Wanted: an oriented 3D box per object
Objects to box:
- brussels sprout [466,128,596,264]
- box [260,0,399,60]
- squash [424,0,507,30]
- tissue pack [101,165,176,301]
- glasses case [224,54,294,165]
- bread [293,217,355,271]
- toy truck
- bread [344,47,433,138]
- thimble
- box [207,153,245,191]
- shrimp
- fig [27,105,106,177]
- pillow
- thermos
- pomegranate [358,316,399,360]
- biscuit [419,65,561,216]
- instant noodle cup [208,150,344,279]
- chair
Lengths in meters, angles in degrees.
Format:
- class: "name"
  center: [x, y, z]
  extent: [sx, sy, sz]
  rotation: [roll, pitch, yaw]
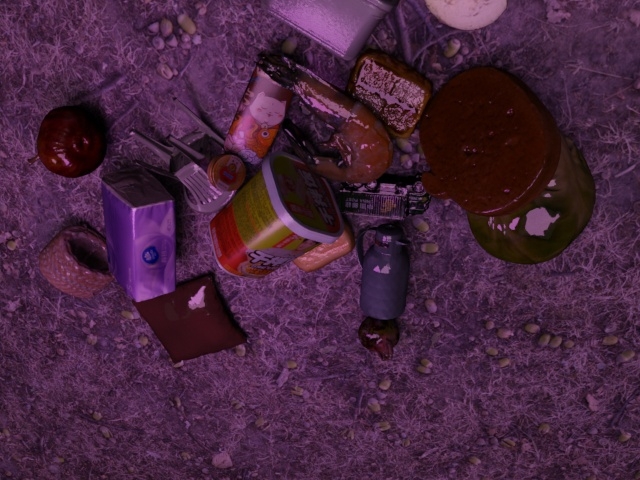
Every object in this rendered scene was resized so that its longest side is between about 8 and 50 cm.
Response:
- class: "brussels sprout"
  center: [0.538, -0.120, 1.485]
  extent: [0.289, 0.281, 0.355]
  rotation: [4, 105, 43]
- class: "box"
  center: [0.012, -0.579, 1.382]
  extent: [0.311, 0.175, 0.182]
  rotation: [30, 129, -7]
- class: "squash"
  center: [0.348, -0.610, 1.371]
  extent: [0.219, 0.041, 0.220]
  rotation: [6, 117, 11]
- class: "tissue pack"
  center: [-0.549, -0.024, 1.759]
  extent: [0.242, 0.160, 0.339]
  rotation: [37, 132, 39]
- class: "glasses case"
  center: [-0.162, -0.348, 1.588]
  extent: [0.122, 0.082, 0.321]
  rotation: [21, 120, -14]
- class: "bread"
  center: [0.000, 0.000, 1.758]
  extent: [0.217, 0.098, 0.147]
  rotation: [-25, 116, 23]
- class: "toy truck"
  center: [0.184, -0.132, 1.653]
  extent: [0.258, 0.088, 0.121]
  rotation: [6, 119, 9]
- class: "bread"
  center: [0.170, -0.376, 1.508]
  extent: [0.222, 0.096, 0.182]
  rotation: [28, 119, -5]
- class: "thimble"
  center: [-0.776, 0.070, 1.892]
  extent: [0.148, 0.196, 0.229]
  rotation: [-36, 107, 25]
- class: "box"
  center: [-0.259, -0.187, 1.608]
  extent: [0.037, 0.105, 0.106]
  rotation: [20, 134, 49]
- class: "shrimp"
  center: [-0.008, -0.309, 1.515]
  extent: [0.445, 0.085, 0.272]
  rotation: [41, 137, -15]
- class: "fig"
  center: [-0.740, -0.290, 1.709]
  extent: [0.249, 0.186, 0.204]
  rotation: [16, 109, 51]
- class: "pillow"
  center: [-0.446, 0.282, 2.008]
  extent: [0.305, 0.108, 0.308]
  rotation: [-16, 118, 14]
- class: "thermos"
  center: [0.185, 0.081, 1.757]
  extent: [0.182, 0.144, 0.287]
  rotation: [24, 126, 36]
- class: "pomegranate"
  center: [0.188, 0.319, 1.880]
  extent: [0.138, 0.163, 0.125]
  rotation: [26, 141, -30]
- class: "biscuit"
  center: [0.388, -0.228, 1.418]
  extent: [0.070, 0.395, 0.350]
  rotation: [10, 139, -41]
- class: "instant noodle cup"
  center: [-0.139, -0.048, 1.635]
  extent: [0.307, 0.294, 0.294]
  rotation: [-36, 108, 30]
- class: "chair"
  center: [-0.379, -0.222, 1.657]
  extent: [0.203, 0.191, 0.274]
  rotation: [-29, 140, 25]
